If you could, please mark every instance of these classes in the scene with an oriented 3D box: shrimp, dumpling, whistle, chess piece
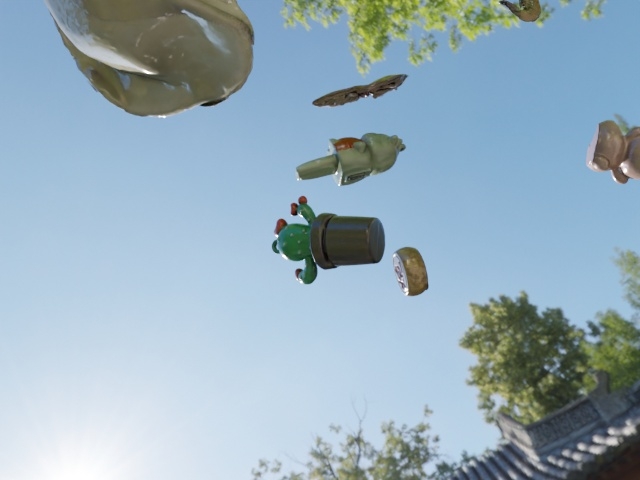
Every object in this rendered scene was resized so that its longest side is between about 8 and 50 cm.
[{"bbox_3d":[0.542,-0.698,1.526,0.217,0.150,0.051,35,-31,-15],"label":"shrimp"},{"bbox_3d":[-0.241,-0.290,0.673,0.341,0.181,0.260,25,-44,-13],"label":"dumpling"},{"bbox_3d":[0.067,-0.174,1.168,0.253,0.106,0.102,-17,-52,-11],"label":"whistle"},{"bbox_3d":[0.148,0.051,0.899,0.038,0.084,0.084,-16,-48,-5],"label":"chess piece"}]

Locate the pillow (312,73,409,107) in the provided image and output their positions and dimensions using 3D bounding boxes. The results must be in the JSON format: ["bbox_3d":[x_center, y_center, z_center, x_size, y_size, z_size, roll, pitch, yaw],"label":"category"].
[{"bbox_3d":[0.109,-0.391,1.430,0.248,0.135,0.049,-10,-74,20],"label":"pillow"}]

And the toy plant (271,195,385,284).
[{"bbox_3d":[0.003,0.012,1.760,0.400,0.185,0.279,0,-62,29],"label":"toy plant"}]

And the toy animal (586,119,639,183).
[{"bbox_3d":[0.662,-0.169,1.107,0.124,0.212,0.124,-51,-28,-43],"label":"toy animal"}]
